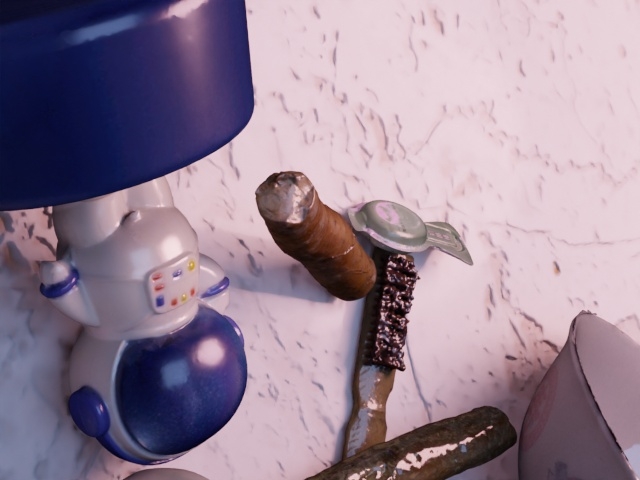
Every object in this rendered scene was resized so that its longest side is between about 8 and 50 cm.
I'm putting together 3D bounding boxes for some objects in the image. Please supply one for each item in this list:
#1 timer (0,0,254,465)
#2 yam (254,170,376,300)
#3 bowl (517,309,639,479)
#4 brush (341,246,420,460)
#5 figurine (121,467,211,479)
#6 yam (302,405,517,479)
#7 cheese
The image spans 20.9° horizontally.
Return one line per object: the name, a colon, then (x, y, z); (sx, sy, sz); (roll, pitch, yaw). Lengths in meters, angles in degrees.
timer: (-0.149, -0.012, 1.300); (0.270, 0.270, 0.383); (-26, 112, -30)
yam: (0.000, 0.000, 1.393); (0.241, 0.057, 0.056); (49, 53, -67)
bowl: (0.269, 0.244, 1.513); (0.157, 0.345, 0.345); (-39, 110, 19)
brush: (0.048, 0.128, 1.497); (0.043, 0.036, 0.248); (14, 79, -18)
figurine: (-0.094, 0.282, 1.328); (0.236, 0.176, 0.133); (47, 52, -7)
yam: (0.046, 0.201, 1.447); (0.274, 0.061, 0.061); (-21, 96, -29)
cheese: (0.077, -0.008, 1.518); (0.121, 0.026, 0.067); (13, 34, -29)
